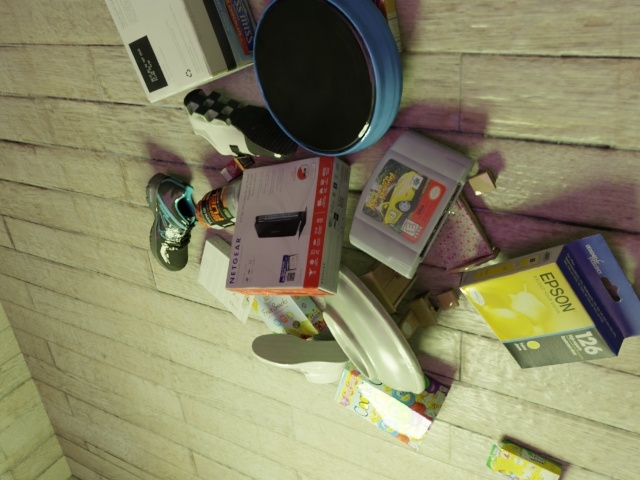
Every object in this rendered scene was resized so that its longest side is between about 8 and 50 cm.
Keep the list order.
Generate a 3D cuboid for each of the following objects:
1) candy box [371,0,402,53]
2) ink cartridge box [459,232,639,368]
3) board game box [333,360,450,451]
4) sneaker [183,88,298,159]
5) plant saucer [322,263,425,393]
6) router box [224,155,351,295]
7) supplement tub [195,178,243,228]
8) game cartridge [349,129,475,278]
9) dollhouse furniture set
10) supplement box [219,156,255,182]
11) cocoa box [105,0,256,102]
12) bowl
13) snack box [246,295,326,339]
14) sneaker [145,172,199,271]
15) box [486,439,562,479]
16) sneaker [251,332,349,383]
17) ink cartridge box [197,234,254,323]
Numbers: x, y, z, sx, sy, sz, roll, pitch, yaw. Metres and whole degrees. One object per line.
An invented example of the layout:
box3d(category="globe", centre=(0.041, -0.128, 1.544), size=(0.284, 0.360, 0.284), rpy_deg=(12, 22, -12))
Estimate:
box3d(category="candy box", centre=(0.101, -0.481, 1.201), size=(0.109, 0.053, 0.187), rpy_deg=(4, 118, 33))
box3d(category="ink cartridge box", centre=(0.516, 0.151, 1.245), size=(0.307, 0.072, 0.304), rpy_deg=(-20, 118, 41))
box3d(category="board game box", centre=(0.200, 0.436, 1.617), size=(0.275, 0.144, 0.142), rpy_deg=(27, 128, 17))
box3d(category="sneaker", centre=(-0.203, -0.276, 1.500), size=(0.330, 0.122, 0.146), rpy_deg=(28, 147, 16))
box3d(category="plant saucer", centre=(0.104, 0.240, 1.451), size=(0.400, 0.100, 0.400), rpy_deg=(53, 168, 17))
box3d(category="router box", centre=(-0.084, -0.029, 1.439), size=(0.301, 0.082, 0.336), rpy_deg=(-5, 72, 35))
box3d(category="supplement tub", centre=(-0.263, -0.099, 1.627), size=(0.190, 0.117, 0.117), rpy_deg=(-16, 107, 38))
box3d(category="game cartridge", centre=(0.190, -0.088, 1.274), size=(0.196, 0.060, 0.294), rpy_deg=(32, 101, 31))
box3d(category="dollhouse furniture set", centre=(0.285, 0.056, 1.317), size=(0.355, 0.174, 0.303), rpy_deg=(-25, 101, 41))
box3d(category="supplement box", centre=(-0.232, -0.204, 1.586), size=(0.083, 0.055, 0.043), rpy_deg=(-31, 97, 42))
box3d(category="cocoa box", centre=(-0.326, -0.541, 1.332), size=(0.231, 0.228, 0.347), rpy_deg=(-7, 112, 36))
box3d(category="bowl", centre=(0.000, -0.372, 1.268), size=(0.391, 0.077, 0.391), rpy_deg=(26, 134, 31))
box3d(category="snack box", centre=(-0.103, 0.213, 1.737), size=(0.207, 0.070, 0.174), rpy_deg=(53, 132, -2))
box3d(category="sneaker", centre=(-0.455, -0.039, 1.788), size=(0.139, 0.125, 0.341), rpy_deg=(13, 125, 21))
box3d(category="box", centre=(0.553, 0.619, 1.559), size=(0.179, 0.043, 0.105), rpy_deg=(20, 126, 20))
box3d(category="sneaker", centre=(-0.064, 0.369, 1.714), size=(0.292, 0.108, 0.169), rpy_deg=(8, 141, -2))
box3d(category="ink cartridge box", centre=(-0.284, 0.122, 1.795), size=(0.232, 0.066, 0.189), rpy_deg=(35, 130, 17))
